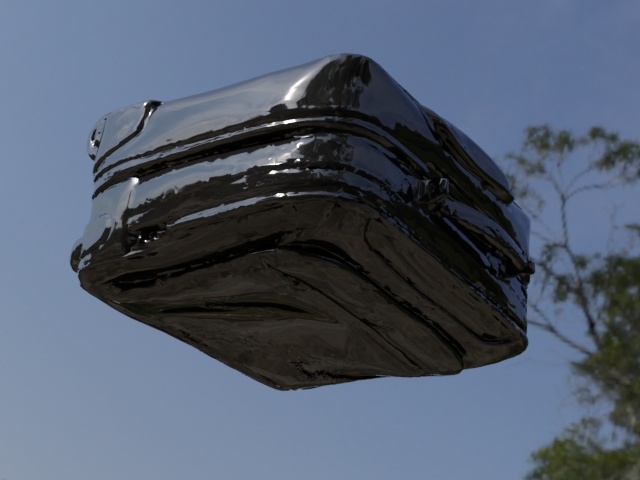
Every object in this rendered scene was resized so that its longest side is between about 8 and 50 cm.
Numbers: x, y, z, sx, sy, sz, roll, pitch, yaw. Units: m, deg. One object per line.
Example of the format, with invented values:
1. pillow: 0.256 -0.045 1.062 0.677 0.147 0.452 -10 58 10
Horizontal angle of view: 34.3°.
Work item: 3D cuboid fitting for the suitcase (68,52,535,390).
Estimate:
1. suitcase: 0.000 0.000 0.910 0.340 0.188 0.345 -12 -32 33
